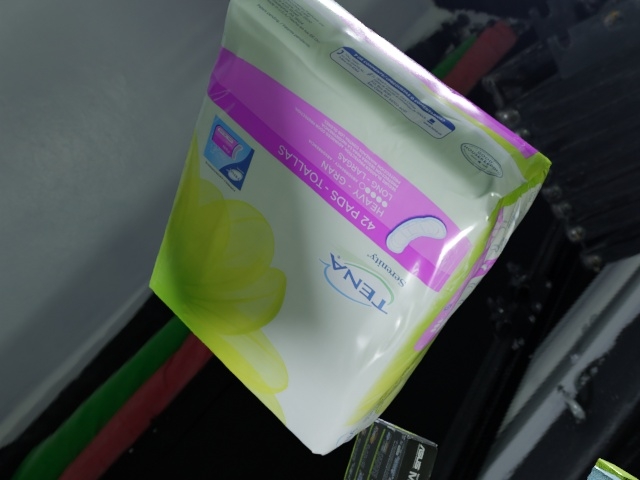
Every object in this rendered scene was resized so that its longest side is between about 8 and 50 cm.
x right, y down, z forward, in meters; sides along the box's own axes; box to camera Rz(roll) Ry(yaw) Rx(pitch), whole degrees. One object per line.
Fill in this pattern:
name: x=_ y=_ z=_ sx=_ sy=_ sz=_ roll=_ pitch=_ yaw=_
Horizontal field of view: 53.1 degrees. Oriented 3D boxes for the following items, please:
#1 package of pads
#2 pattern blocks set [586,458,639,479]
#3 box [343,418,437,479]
package of pads: x=0.000 y=0.000 z=0.483 sx=0.101 sy=0.229 sz=0.297 roll=-31 pitch=156 yaw=-45
pattern blocks set: x=0.400 y=0.299 z=0.618 sx=0.285 sy=0.324 sz=0.026 roll=29 pitch=-90 yaw=43
box: x=0.064 y=0.314 z=0.760 sx=0.184 sy=0.045 sz=0.191 roll=137 pitch=-27 yaw=-76
